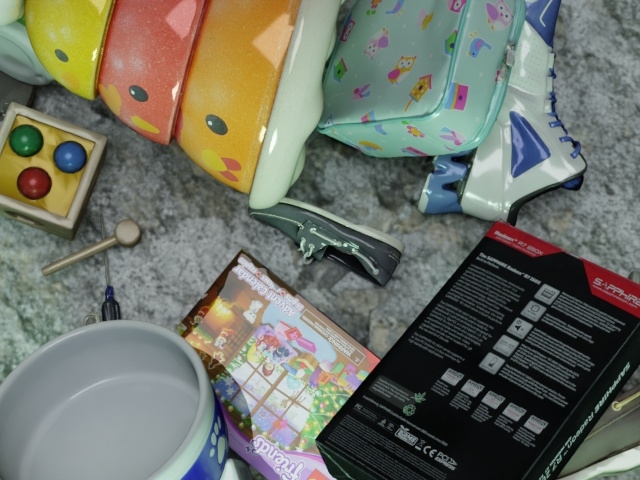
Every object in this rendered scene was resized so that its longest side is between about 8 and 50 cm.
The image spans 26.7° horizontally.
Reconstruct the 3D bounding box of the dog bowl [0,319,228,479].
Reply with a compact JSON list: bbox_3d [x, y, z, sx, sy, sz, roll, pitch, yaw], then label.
[{"bbox_3d":[-0.241,0.222,1.525,0.265,0.104,0.264,-9,45,9],"label":"dog bowl"}]

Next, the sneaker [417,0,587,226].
[{"bbox_3d":[0.261,-0.149,1.683,0.182,0.127,0.315,23,88,4],"label":"sneaker"}]

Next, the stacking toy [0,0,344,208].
[{"bbox_3d":[-0.220,-0.255,1.582,0.480,0.350,0.350,15,80,-2],"label":"stacking toy"}]

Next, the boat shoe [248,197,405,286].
[{"bbox_3d":[0.000,0.000,1.687,0.206,0.075,0.064,19,78,3],"label":"boat shoe"}]

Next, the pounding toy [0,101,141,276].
[{"bbox_3d":[-0.319,-0.048,1.682,0.206,0.094,0.181,20,77,-5],"label":"pounding toy"}]

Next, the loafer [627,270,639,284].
[{"bbox_3d":[0.389,0.100,1.658,0.039,0.045,0.125,14,77,0],"label":"loafer"}]

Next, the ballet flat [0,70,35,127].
[{"bbox_3d":[-0.439,-0.124,1.756,0.084,0.058,0.249,18,76,4],"label":"ballet flat"}]

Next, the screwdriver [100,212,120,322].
[{"bbox_3d":[-0.269,0.046,1.727,0.025,0.024,0.169,5,70,-25],"label":"screwdriver"}]

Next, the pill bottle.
[{"bbox_3d":[-0.339,-0.333,1.733,0.136,0.136,0.245,25,68,8],"label":"pill bottle"}]

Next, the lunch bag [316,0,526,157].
[{"bbox_3d":[0.123,-0.218,1.627,0.108,0.279,0.224,26,75,-32],"label":"lunch bag"}]

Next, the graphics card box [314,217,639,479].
[{"bbox_3d":[0.197,0.168,1.548,0.233,0.094,0.371,27,63,30],"label":"graphics card box"}]

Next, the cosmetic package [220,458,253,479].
[{"bbox_3d":[-0.160,0.356,1.589,0.184,0.151,0.151,-18,79,1],"label":"cosmetic package"}]

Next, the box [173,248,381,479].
[{"bbox_3d":[-0.046,0.178,1.663,0.293,0.057,0.201,38,84,10],"label":"box"}]

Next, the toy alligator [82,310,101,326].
[{"bbox_3d":[-0.293,0.182,1.673,0.056,0.051,0.189,-3,85,14],"label":"toy alligator"}]

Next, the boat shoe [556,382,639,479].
[{"bbox_3d":[0.274,0.255,1.601,0.325,0.116,0.096,-20,74,-4],"label":"boat shoe"}]
